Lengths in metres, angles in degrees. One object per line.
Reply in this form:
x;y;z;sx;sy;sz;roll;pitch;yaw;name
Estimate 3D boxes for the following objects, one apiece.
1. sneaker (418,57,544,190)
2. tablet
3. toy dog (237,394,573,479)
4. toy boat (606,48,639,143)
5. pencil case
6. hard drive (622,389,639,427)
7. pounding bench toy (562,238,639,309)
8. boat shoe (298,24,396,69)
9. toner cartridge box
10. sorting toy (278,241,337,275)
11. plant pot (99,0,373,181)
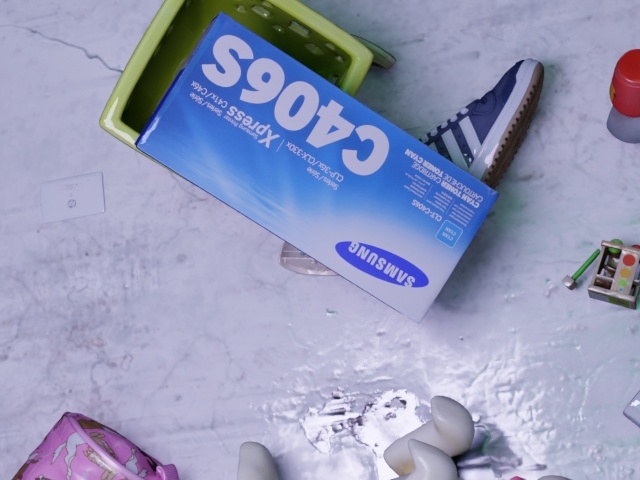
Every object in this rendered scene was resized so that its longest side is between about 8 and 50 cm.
0.133;-0.103;1.561;0.153;0.099;0.282;28;88;16;sneaker
-0.309;-0.054;1.709;0.083;0.006;0.054;-10;75;12;tablet
0.113;0.359;1.371;0.408;0.284;0.395;-9;88;12;toy dog
0.461;-0.196;1.486;0.318;0.148;0.267;-18;67;4;toy boat
-0.323;0.377;1.536;0.167;0.160;0.386;35;86;-19;pencil case
0.527;0.199;1.419;0.353;0.047;0.233;39;89;19;hard drive
0.314;0.030;1.508;0.083;0.052;0.065;15;81;17;pounding bench toy
0.027;-0.223;1.644;0.135;0.050;0.045;23;87;28;boat shoe
-0.004;-0.074;1.432;0.348;0.075;0.165;32;90;-10;toner cartridge box
0.000;0.000;1.603;0.083;0.045;0.075;2;71;15;sorting toy
-0.102;-0.165;1.553;0.228;0.207;0.227;31;87;-9;plant pot
